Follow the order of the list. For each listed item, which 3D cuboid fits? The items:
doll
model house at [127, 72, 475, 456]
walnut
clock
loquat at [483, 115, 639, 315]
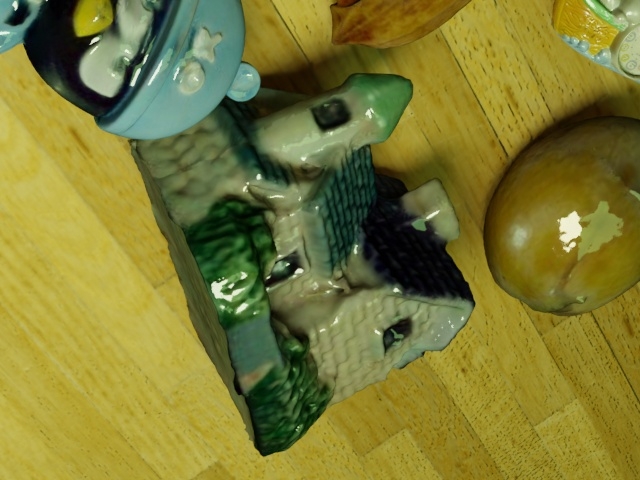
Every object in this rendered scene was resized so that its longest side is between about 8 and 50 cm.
[{"bbox_3d":[-0.183,-0.187,1.416,0.314,0.141,0.177,21,95,-30],"label":"doll"},{"bbox_3d":[-0.001,-0.001,1.577,0.284,0.243,0.298,-26,141,-11],"label":"model house"},{"bbox_3d":[0.086,-0.248,1.529,0.207,0.116,0.116,-42,131,16],"label":"walnut"},{"bbox_3d":[0.328,-0.232,1.655,0.231,0.103,0.144,19,122,-33],"label":"clock"},{"bbox_3d":[0.269,-0.028,1.726,0.179,0.179,0.227,23,110,-36],"label":"loquat"}]
